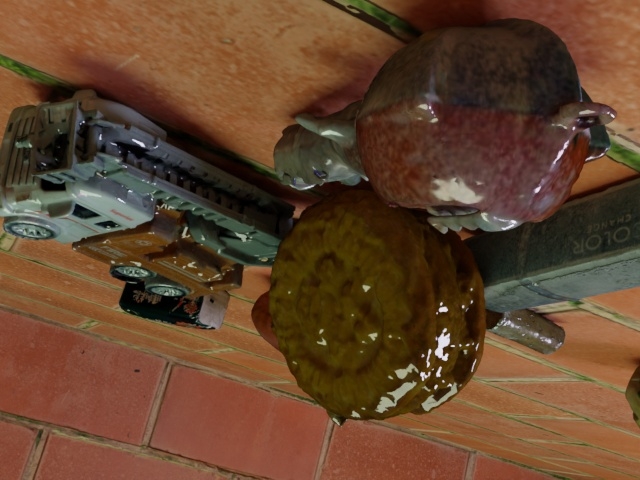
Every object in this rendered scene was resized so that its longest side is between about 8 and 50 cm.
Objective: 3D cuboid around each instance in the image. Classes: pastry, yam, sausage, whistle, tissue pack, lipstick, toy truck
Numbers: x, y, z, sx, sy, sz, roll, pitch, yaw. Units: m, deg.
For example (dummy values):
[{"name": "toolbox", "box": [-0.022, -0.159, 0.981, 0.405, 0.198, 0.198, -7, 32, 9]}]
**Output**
[{"name": "pastry", "box": [0.041, 0.068, 0.811, 0.235, 0.240, 0.132, -21, 165, 37]}, {"name": "yam", "box": [0.277, 0.118, 1.084, 0.132, 0.054, 0.054, 24, 161, -31]}, {"name": "sausage", "box": [-0.037, 0.147, 1.346, 0.113, 0.113, 0.259, 9, 164, 17]}, {"name": "whistle", "box": [0.063, -0.069, 0.553, 0.142, 0.134, 0.346, -18, -172, -28]}, {"name": "tissue pack", "box": [-0.267, 0.110, 1.442, 0.170, 0.090, 0.103, 9, 165, 22]}, {"name": "lipstick", "box": [0.232, 0.012, 0.733, 0.076, 0.077, 0.289, 20, 161, -17]}, {"name": "toy truck", "box": [-0.177, -0.047, 0.814, 0.184, 0.133, 0.338, -8, 157, 30]}]

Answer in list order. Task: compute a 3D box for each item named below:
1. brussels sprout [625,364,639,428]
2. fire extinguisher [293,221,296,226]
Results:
[{"name": "brussels sprout", "box": [0.542, 0.251, 1.151, 0.183, 0.145, 0.131, 0, 132, 25]}, {"name": "fire extinguisher", "box": [0.000, 0.000, 0.964, 0.132, 0.039, 0.056, 9, 153, 19]}]
